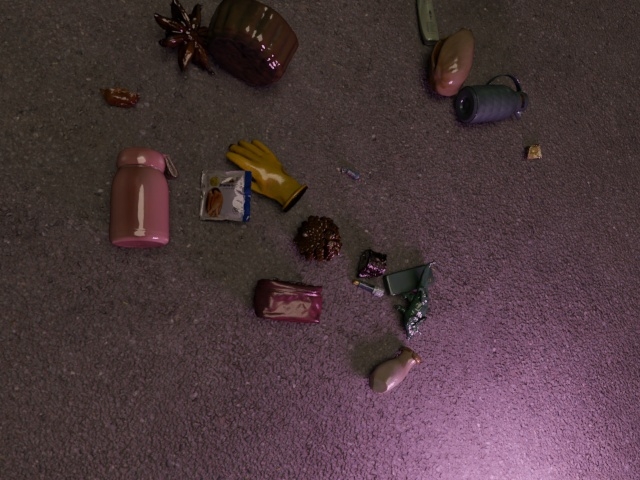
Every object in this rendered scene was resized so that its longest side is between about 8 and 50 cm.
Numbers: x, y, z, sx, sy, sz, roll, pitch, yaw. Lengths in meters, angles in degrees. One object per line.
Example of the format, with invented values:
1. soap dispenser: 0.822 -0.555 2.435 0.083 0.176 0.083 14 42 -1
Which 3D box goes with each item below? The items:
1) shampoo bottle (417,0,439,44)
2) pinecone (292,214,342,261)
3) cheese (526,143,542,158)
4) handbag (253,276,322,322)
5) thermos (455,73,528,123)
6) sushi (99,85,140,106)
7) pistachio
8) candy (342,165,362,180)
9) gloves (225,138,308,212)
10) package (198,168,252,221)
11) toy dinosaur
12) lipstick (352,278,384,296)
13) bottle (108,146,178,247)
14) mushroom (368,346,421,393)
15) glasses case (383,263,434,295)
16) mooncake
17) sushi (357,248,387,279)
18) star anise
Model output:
1. shampoo bottle: 0.426 -0.886 1.986 0.072 0.049 0.213 -6 83 -13
2. pinecone: 0.000 0.000 1.680 0.173 0.173 0.174 2 81 -16
3. cheese: 0.864 -0.364 2.047 0.084 0.041 0.060 -9 92 -33
4. handbag: -0.103 0.193 1.620 0.225 0.146 0.135 8 83 -13
5. thermos: 0.683 -0.555 1.963 0.286 0.145 0.182 -10 106 -20
6. sushi: -0.644 -0.465 1.604 0.118 0.061 0.060 8 70 -36
7. pistachio: 0.514 -0.687 1.929 0.197 0.166 0.288 43 66 -33
8. candy: 0.114 -0.241 1.813 0.083 0.020 0.030 31 75 -12
9. gloves: -0.190 -0.236 1.694 0.294 0.116 0.133 41 45 2
10. package: -0.312 -0.148 1.640 0.173 0.027 0.171 1 85 6
11. toy dinosaur: 0.334 0.211 1.762 0.120 0.079 0.292 -3 103 -29
12. lipstick: 0.166 0.163 1.764 0.116 0.037 0.037 24 76 -8
13. bottle: -0.539 -0.131 1.534 0.206 0.173 0.297 7 76 -48
14. mushroom: 0.254 0.445 1.716 0.212 0.097 0.088 -31 81 -19
15. glasses case: 0.320 0.142 1.809 0.184 0.039 0.078 -13 86 -18
16. mooncake: -0.230 -0.644 1.635 0.290 0.290 0.161 25 79 -12
17. sushi: 0.183 0.085 1.751 0.084 0.094 0.098 15 73 -17
18. star anise: -0.448 -0.675 1.678 0.272 0.102 0.272 4 84 -44
